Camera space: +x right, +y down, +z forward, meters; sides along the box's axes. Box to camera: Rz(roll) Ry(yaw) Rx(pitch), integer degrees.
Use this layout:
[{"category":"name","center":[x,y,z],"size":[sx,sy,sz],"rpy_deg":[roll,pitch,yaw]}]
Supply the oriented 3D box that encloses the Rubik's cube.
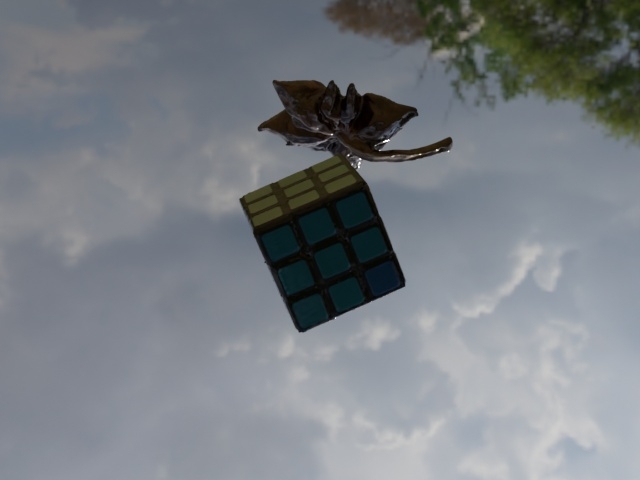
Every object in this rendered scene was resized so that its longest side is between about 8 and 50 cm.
[{"category":"Rubik's cube","center":[0.000,0.000,1.339],"size":[0.162,0.161,0.163],"rpy_deg":[-25,-159,-4]}]

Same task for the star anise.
[{"category":"star anise","center":[0.050,-0.210,1.886],"size":[0.349,0.109,0.292],"rpy_deg":[22,164,-24]}]
